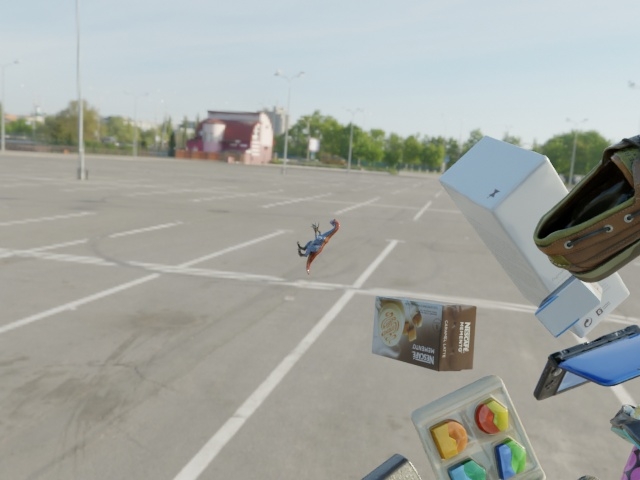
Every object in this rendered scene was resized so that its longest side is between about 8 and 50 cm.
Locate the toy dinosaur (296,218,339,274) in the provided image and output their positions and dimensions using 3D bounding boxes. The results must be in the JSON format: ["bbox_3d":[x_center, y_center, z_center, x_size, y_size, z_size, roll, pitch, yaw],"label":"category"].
[{"bbox_3d":[0.000,0.000,1.050,0.082,0.090,0.047,-19,23,8],"label":"toy dinosaur"}]

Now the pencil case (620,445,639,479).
[{"bbox_3d":[0.746,0.522,1.383,0.098,0.209,0.095,45,-18,-22],"label":"pencil case"}]

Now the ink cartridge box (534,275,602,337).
[{"bbox_3d":[0.396,0.097,0.975,0.052,0.088,0.122,49,23,15],"label":"ink cartridge box"}]

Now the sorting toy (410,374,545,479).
[{"bbox_3d":[0.288,0.372,1.107,0.192,0.208,0.038,-21,-13,-14],"label":"sorting toy"}]

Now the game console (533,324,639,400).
[{"bbox_3d":[0.715,0.330,1.508,0.292,0.250,0.173,-13,42,-19],"label":"game console"}]

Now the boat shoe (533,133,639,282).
[{"bbox_3d":[0.393,-0.074,0.730,0.104,0.307,0.111,29,25,-24],"label":"boat shoe"}]

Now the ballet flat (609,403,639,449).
[{"bbox_3d":[0.499,0.288,0.941,0.074,0.074,0.203,6,-5,12],"label":"ballet flat"}]

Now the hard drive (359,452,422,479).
[{"bbox_3d":[0.166,0.562,1.180,0.171,0.255,0.054,-18,-10,-42],"label":"hard drive"}]

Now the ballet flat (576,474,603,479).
[{"bbox_3d":[0.480,0.553,1.221,0.249,0.084,0.058,-24,7,-18],"label":"ballet flat"}]

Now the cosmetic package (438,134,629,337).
[{"bbox_3d":[0.490,-0.007,1.405,0.453,0.161,0.230,47,1,-28],"label":"cosmetic package"}]

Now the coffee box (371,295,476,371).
[{"bbox_3d":[0.225,0.203,1.371,0.098,0.141,0.246,5,-2,-29],"label":"coffee box"}]
